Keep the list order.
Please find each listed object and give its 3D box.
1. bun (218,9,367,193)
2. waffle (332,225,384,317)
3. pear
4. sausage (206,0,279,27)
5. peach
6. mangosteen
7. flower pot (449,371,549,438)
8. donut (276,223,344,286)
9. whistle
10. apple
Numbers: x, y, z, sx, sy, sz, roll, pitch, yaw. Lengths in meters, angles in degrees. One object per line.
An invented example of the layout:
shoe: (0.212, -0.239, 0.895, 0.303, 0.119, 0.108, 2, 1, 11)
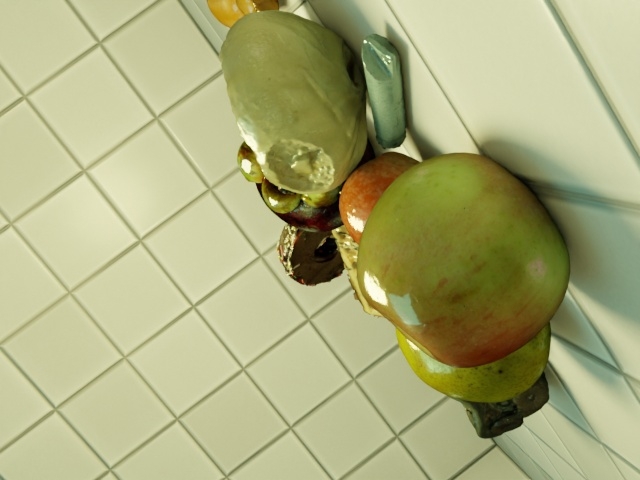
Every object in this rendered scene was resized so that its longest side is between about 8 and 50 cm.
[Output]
bun: (-0.019, -0.273, 1.384, 0.364, 0.202, 0.364, 49, -148, -46)
waffle: (0.195, 0.080, 1.916, 0.261, 0.114, 0.376, 17, 146, 32)
pear: (0.288, 0.165, 1.364, 0.294, 0.294, 0.294, 53, 176, 5)
sausage: (-0.168, -0.536, 1.662, 0.354, 0.116, 0.134, 41, 153, 60)
peach: (0.156, -0.072, 1.384, 0.232, 0.232, 0.232, 53, 176, 5)
mangosteen: (-0.027, -0.171, 1.747, 0.330, 0.330, 0.330, 53, 176, 5)
flower pot: (0.391, 0.318, 1.746, 0.302, 0.213, 0.302, 49, -179, -1)
donut: (0.000, 0.000, 1.977, 0.103, 0.270, 0.269, 44, 171, 43)
whistle: (0.112, -0.246, 1.256, 0.062, 0.062, 0.312, 52, 176, 19)
apple: (0.202, 0.036, 1.092, 0.319, 0.277, 0.319, 51, 176, 5)
